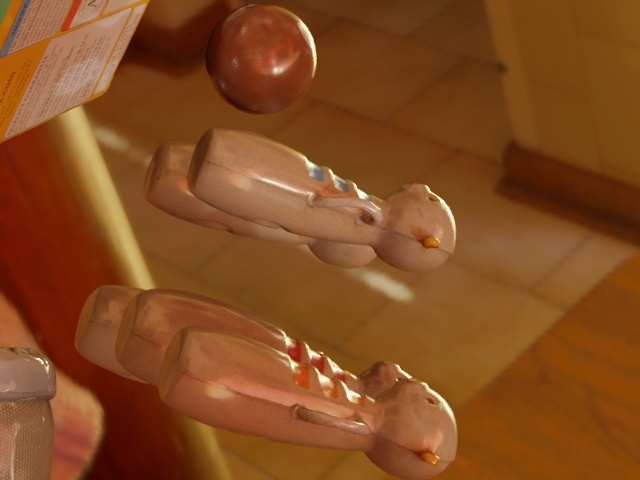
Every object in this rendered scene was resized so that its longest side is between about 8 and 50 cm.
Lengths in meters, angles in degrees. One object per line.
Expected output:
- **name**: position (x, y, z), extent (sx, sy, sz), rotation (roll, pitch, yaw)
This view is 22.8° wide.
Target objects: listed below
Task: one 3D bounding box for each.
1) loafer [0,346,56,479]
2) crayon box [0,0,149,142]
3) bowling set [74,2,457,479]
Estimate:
- **loafer**: position (-0.211, 0.116, 0.630), extent (0.251, 0.094, 0.087), rotation (-21, 76, 23)
- **crayon box**: position (-0.196, -0.142, 0.890), extent (0.083, 0.203, 0.323), rotation (36, 30, 8)
- **bowling set**: position (0.000, 0.000, 0.748), extent (0.154, 0.200, 0.287), rotation (19, -1, -18)
